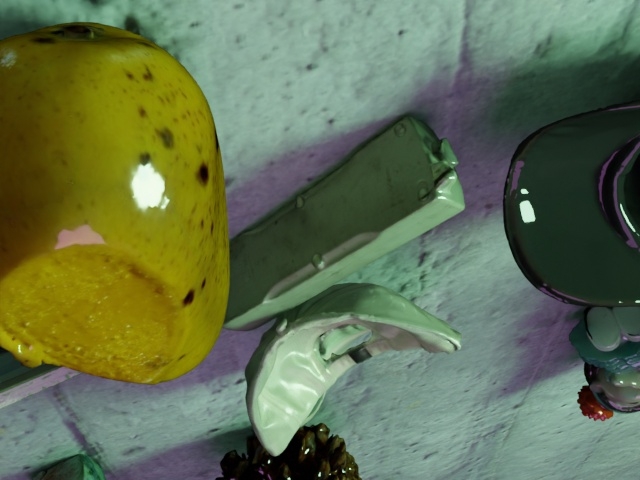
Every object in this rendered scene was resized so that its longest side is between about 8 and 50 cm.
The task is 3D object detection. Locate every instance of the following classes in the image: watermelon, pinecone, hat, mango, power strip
[{"bbox_3d":[-0.306,0.314,1.175,0.094,0.081,0.180,-27,-169,-20],"label":"watermelon"},{"bbox_3d":[-0.045,0.340,1.233,0.221,0.221,0.221,-12,150,-7],"label":"pinecone"},{"bbox_3d":[0.308,-0.066,0.800,0.336,0.209,0.238,8,125,-6],"label":"hat"},{"bbox_3d":[-0.131,-0.016,0.598,0.160,0.191,0.290,-10,145,3],"label":"mango"},{"bbox_3d":[0.025,0.091,0.940,0.219,0.226,0.164,-32,106,15],"label":"hat"},{"bbox_3d":[-0.002,0.000,0.801,0.286,0.080,0.048,-33,148,28],"label":"power strip"}]

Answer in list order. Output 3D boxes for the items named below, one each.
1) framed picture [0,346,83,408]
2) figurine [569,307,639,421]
[{"bbox_3d":[-0.268,0.085,0.716,0.203,0.150,0.015,-23,124,-16],"label":"framed picture"},{"bbox_3d":[0.378,0.147,1.214,0.138,0.110,0.245,-21,145,12],"label":"figurine"}]
